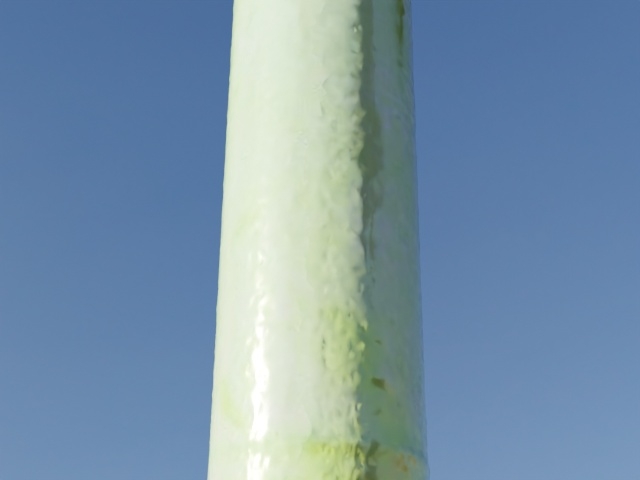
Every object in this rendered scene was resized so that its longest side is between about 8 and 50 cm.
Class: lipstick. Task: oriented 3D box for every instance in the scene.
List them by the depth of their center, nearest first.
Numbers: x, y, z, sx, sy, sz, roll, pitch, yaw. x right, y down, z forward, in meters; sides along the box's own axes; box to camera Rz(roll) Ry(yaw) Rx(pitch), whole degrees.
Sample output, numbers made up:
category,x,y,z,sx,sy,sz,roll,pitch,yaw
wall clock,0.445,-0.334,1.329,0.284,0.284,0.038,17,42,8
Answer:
category,x,y,z,sx,sy,sz,roll,pitch,yaw
lipstick,0.000,0.000,0.370,0.076,0.304,0.076,0,-28,0
